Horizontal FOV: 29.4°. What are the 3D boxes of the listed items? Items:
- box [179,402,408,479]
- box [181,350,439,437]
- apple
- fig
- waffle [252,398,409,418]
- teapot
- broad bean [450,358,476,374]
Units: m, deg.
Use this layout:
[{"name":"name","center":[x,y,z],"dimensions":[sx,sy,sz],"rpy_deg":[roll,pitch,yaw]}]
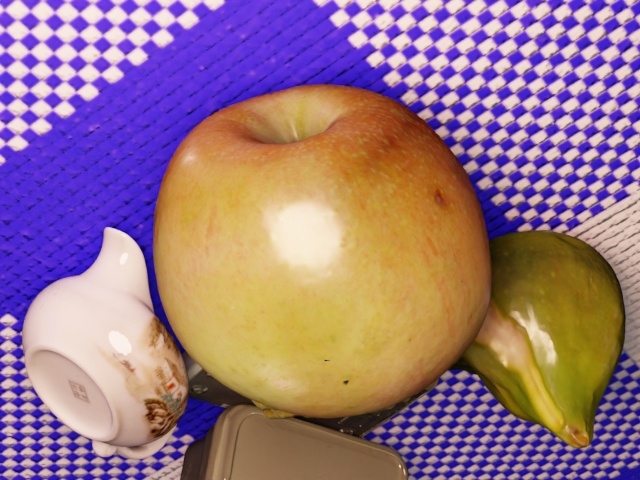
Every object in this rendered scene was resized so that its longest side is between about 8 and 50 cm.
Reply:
[{"name":"box","center":[-0.048,0.308,1.521],"dimensions":[0.274,0.138,0.178],"rpy_deg":[22,153,-26]},{"name":"box","center":[-0.022,0.164,1.453],"dimensions":[0.270,0.045,0.211],"rpy_deg":[22,138,-28]},{"name":"apple","center":[0.000,0.000,1.150],"dimensions":[0.319,0.319,0.277],"rpy_deg":[-11,131,-1]},{"name":"fig","center":[0.249,0.126,1.339],"dimensions":[0.206,0.275,0.206],"rpy_deg":[-7,134,-7]},{"name":"waffle","center":[0.007,0.149,1.343],"dimensions":[0.208,0.054,0.214],"rpy_deg":[-11,151,8]},{"name":"teapot","center":[-0.226,0.134,1.334],"dimensions":[0.204,0.139,0.298],"rpy_deg":[19,135,26]},{"name":"broad bean","center":[0.198,0.140,1.504],"dimensions":[0.297,0.043,0.060],"rpy_deg":[6,125,-18]}]
